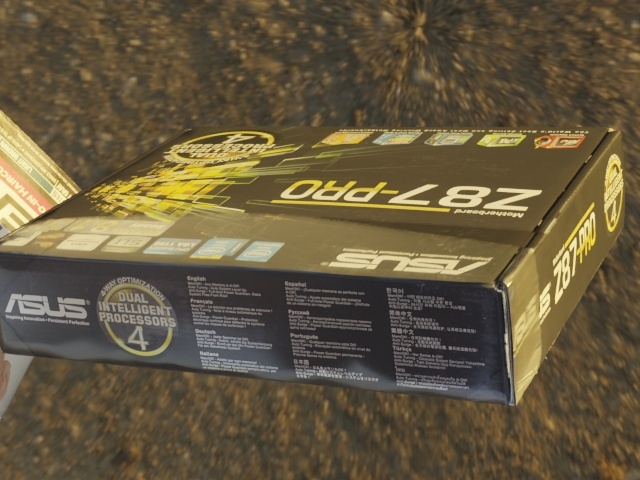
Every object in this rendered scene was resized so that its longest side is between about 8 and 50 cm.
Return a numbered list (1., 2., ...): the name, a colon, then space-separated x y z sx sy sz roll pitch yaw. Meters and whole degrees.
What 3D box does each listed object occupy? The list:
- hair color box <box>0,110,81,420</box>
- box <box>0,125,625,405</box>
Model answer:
1. hair color box: -0.344 0.058 1.267 0.105 0.347 0.174 -17 128 38
2. box: 0.000 0.000 1.043 0.395 0.318 0.097 3 114 25
